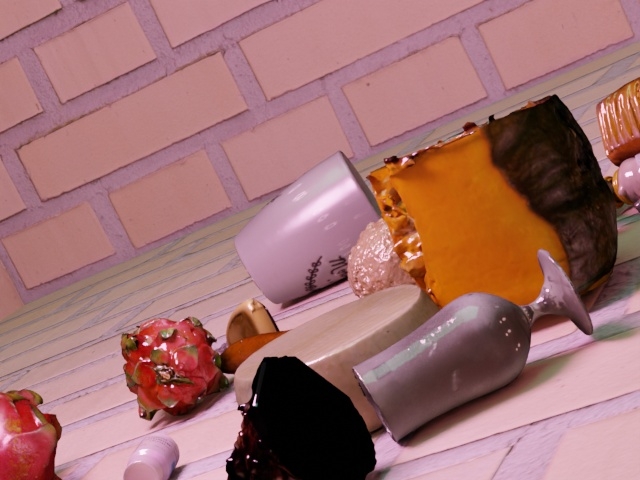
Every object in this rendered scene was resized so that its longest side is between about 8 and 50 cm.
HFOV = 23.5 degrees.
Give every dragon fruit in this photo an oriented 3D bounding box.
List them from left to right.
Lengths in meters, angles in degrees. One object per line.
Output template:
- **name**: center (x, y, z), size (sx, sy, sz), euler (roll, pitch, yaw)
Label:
- **dragon fruit**: center (-0.431, 0.293, 2.001), size (0.200, 0.198, 0.269), euler (-53, 9, -3)
- **dragon fruit**: center (-0.219, 0.175, 2.158), size (0.135, 0.137, 0.236), euler (-14, 3, -27)

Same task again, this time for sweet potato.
- **sweet potato**: center (-0.059, 0.150, 2.109), size (0.265, 0.057, 0.057), euler (-14, 14, 40)

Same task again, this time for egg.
- **egg**: center (0.098, 0.028, 2.152), size (0.140, 0.118, 0.116), euler (-50, -7, -8)

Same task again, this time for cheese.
- **cheese**: center (-0.118, 0.147, 2.251), size (0.036, 0.086, 0.162), euler (-25, -9, -37)

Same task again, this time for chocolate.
- **chocolate**: center (-0.043, 0.211, 1.457), size (0.133, 0.156, 0.156), euler (-42, 0, 28)

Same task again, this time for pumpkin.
- **pumpkin**: center (0.202, -0.038, 1.779), size (0.256, 0.225, 0.303), euler (-19, 6, 0)

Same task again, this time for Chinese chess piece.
- **Chinese chess piece**: center (0.027, 0.143, 1.705), size (0.250, 0.101, 0.250), euler (-26, 8, 4)

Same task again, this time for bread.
- **bread**: center (0.471, -0.156, 2.040), size (0.199, 0.104, 0.199), euler (-8, -16, -2)

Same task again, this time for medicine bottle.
- **medicine bottle**: center (-0.201, 0.266, 1.817), size (0.052, 0.052, 0.089), euler (-24, 8, 13)

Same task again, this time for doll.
- **doll**: center (0.424, -0.073, 1.985), size (0.127, 0.073, 0.084), euler (-25, 40, 44)

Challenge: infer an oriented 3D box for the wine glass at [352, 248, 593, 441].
- **wine glass**: center (0.150, 0.108, 1.545), size (0.231, 0.103, 0.103), euler (-29, 8, -3)

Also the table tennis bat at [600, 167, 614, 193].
- **table tennis bat**: center (0.319, -0.059, 2.049), size (0.154, 0.021, 0.274), euler (-36, 7, -12)

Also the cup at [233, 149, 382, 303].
- **cup**: center (0.000, 0.000, 2.557), size (0.234, 0.186, 0.258), euler (-33, -23, 8)
